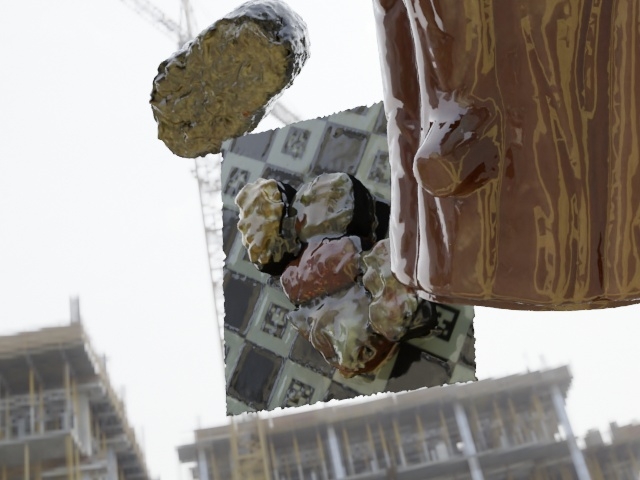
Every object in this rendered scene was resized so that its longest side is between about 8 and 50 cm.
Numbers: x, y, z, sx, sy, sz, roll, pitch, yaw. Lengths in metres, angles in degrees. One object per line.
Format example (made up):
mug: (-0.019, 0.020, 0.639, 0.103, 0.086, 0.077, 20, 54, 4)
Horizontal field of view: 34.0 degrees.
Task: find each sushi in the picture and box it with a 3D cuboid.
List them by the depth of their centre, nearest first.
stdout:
sushi: (0.000, 0.000, 0.961, 0.294, 0.292, 0.059, -14, -22, 34)
sushi: (-0.171, -0.301, 1.939, 0.350, 0.171, 0.211, -35, -84, 33)

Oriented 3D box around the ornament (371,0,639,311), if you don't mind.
ornament: (0.119, -0.083, 0.551, 0.235, 0.218, 0.221, 3, 10, 35)
